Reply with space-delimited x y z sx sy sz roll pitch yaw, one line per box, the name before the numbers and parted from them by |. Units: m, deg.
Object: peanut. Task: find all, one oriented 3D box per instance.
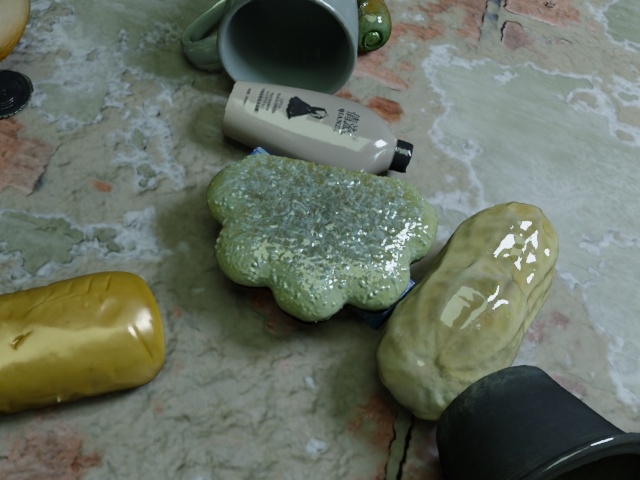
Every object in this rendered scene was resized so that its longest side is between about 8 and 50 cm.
peanut | 0.185 0.071 0.918 0.152 0.152 0.313 37 57 11

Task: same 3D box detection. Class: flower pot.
flower pot | 0.214 0.228 0.808 0.235 0.235 0.148 -13 44 -19

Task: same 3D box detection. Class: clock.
clock | -0.421 -0.194 1.029 0.074 0.010 0.083 11 58 -6

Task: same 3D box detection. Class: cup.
cup | -0.073 -0.330 1.107 0.258 0.186 0.234 -9 49 15

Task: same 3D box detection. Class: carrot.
carrot | 0.059 -0.416 1.237 0.078 0.078 0.298 2 53 -11

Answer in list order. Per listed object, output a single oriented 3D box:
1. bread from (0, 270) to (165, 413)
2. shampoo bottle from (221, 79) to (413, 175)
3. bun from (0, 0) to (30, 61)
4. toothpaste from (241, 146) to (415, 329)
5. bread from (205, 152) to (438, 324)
bread | -0.321 0.115 0.821 0.305 0.091 0.142 -13 58 -19
shampoo bottle | -0.001 -0.144 1.047 0.256 0.078 0.127 16 57 -3
bun | -0.518 -0.278 0.970 0.298 0.165 0.299 4 42 -4
toothpaste | -0.006 -0.006 0.978 0.272 0.053 0.066 42 60 13
bread | 0.000 0.000 0.918 0.286 0.056 0.207 7 60 -3
